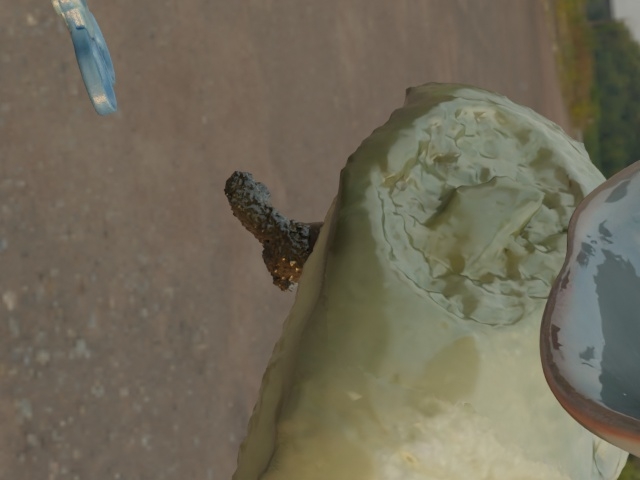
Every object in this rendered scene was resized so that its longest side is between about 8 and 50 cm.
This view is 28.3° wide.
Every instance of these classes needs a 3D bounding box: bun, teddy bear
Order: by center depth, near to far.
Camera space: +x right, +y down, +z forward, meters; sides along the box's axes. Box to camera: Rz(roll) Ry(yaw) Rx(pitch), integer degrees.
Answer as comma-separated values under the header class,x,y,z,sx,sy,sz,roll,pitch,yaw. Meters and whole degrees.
class,x,y,z,sx,sy,sz,roll,pitch,yaw
bun,0.075,0.096,0.736,0.364,0.202,0.364,22,90,-86
teddy bear,-0.005,0.007,0.982,0.119,0.161,0.077,72,39,-83

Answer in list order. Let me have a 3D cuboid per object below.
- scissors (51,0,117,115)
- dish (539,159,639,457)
class,x,y,z,sx,sy,sz,roll,pitch,yaw
scissors,-0.253,-0.249,1.261,0.125,0.030,0.256,-104,178,-53
dish,0.179,0.036,0.366,0.229,0.230,0.081,-75,155,-57
